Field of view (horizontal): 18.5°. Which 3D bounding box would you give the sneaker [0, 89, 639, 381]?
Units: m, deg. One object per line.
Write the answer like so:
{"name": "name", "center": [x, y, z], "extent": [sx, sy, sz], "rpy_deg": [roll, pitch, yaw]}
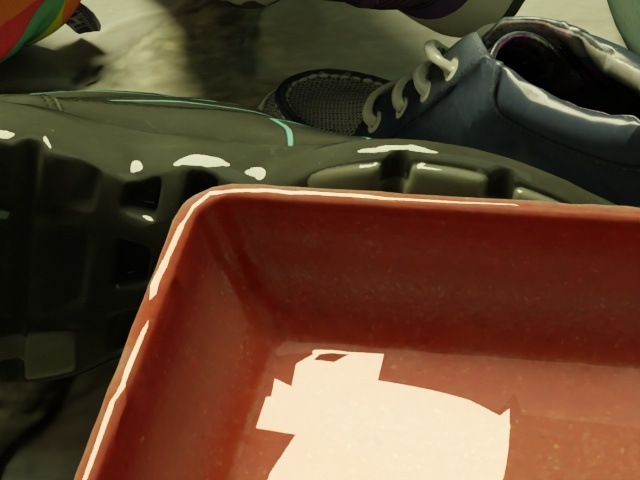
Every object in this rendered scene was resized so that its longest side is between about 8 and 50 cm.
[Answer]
{"name": "sneaker", "center": [0.000, 0.000, 0.553], "extent": [0.267, 0.101, 0.106], "rpy_deg": [15, 22, 14]}

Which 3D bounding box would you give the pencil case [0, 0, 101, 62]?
{"name": "pencil case", "center": [-0.179, -0.067, 0.692], "extent": [0.104, 0.104, 0.236], "rpy_deg": [15, 37, 29]}

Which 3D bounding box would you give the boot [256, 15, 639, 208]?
{"name": "boot", "center": [0.046, -0.038, 0.612], "extent": [0.069, 0.086, 0.190], "rpy_deg": [-31, 40, -32]}

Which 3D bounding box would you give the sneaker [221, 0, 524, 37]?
{"name": "sneaker", "center": [-0.042, -0.138, 0.687], "extent": [0.124, 0.107, 0.283], "rpy_deg": [5, 7, -27]}

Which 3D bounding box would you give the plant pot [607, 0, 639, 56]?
{"name": "plant pot", "center": [0.199, -0.183, 0.678], "extent": [0.248, 0.247, 0.252], "rpy_deg": [-15, 19, -12]}

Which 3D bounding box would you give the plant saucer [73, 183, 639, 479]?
{"name": "plant saucer", "center": [0.065, 0.101, 0.396], "extent": [0.259, 0.047, 0.258], "rpy_deg": [3, 48, 16]}
